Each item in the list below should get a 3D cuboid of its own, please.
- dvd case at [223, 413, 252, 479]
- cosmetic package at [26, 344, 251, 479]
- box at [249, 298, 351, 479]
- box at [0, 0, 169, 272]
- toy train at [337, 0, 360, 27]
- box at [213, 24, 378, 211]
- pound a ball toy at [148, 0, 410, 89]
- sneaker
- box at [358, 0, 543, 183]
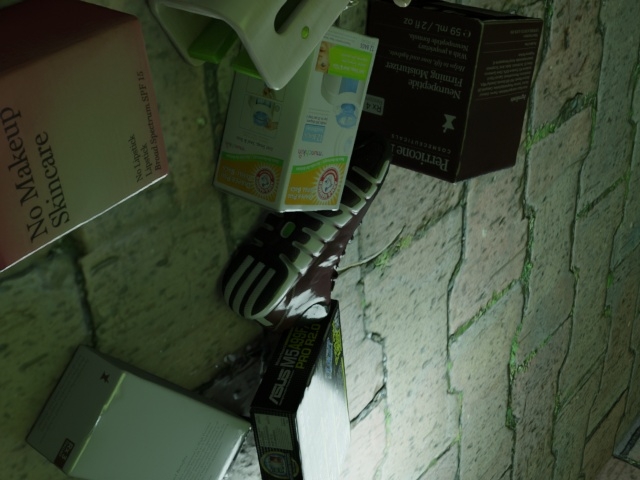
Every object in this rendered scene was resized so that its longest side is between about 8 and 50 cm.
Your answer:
[{"bbox_3d":[-0.138,0.258,1.134,0.119,0.013,0.087,30,83,-54],"label":"dvd case"},{"bbox_3d":[-0.189,0.208,0.967,0.231,0.085,0.117,40,75,-50],"label":"cosmetic package"},{"bbox_3d":[-0.018,0.245,1.180,0.216,0.060,0.270,-67,157,-51],"label":"box"},{"bbox_3d":[-0.252,-0.079,0.693,0.232,0.126,0.149,-38,136,-38],"label":"box"},{"bbox_3d":[0.094,-0.348,1.012,0.105,0.143,0.248,-16,120,-49],"label":"toy train"},{"bbox_3d":[-0.028,-0.141,0.990,0.114,0.103,0.203,-2,109,-53],"label":"box"},{"bbox_3d":[0.007,-0.303,0.859,0.319,0.208,0.136,-55,144,-18],"label":"pound a ball toy"},{"bbox_3d":[0.000,0.000,1.125,0.281,0.106,0.162,-49,148,-9],"label":"sneaker"},{"bbox_3d":[0.165,-0.202,1.166,0.167,0.168,0.203,-18,121,-49],"label":"box"}]
